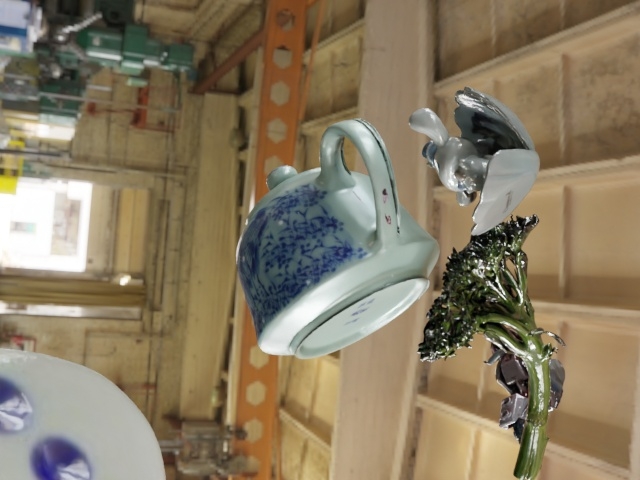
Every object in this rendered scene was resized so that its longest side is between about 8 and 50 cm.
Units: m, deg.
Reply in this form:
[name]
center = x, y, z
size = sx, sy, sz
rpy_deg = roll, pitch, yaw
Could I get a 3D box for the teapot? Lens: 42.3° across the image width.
[teapot]
center = 0.000, 0.000, 0.647
size = 0.232, 0.159, 0.159
rpy_deg = 123, -34, -53

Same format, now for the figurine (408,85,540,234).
[figurine]
center = 0.107, -0.056, 0.582
size = 0.086, 0.082, 0.094
rpy_deg = 43, -17, 25

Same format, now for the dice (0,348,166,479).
[dice]
center = -0.372, 0.295, 0.896
size = 0.304, 0.304, 0.277
rpy_deg = -35, -127, 27

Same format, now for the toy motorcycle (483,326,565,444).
[toy motorcycle]
center = 0.296, 0.206, 1.206
size = 0.082, 0.122, 0.213
rpy_deg = -38, -164, 35

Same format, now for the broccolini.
[broccolini]
center = 0.143, 0.114, 0.668
size = 0.062, 0.123, 0.271
rpy_deg = 41, -27, 55
